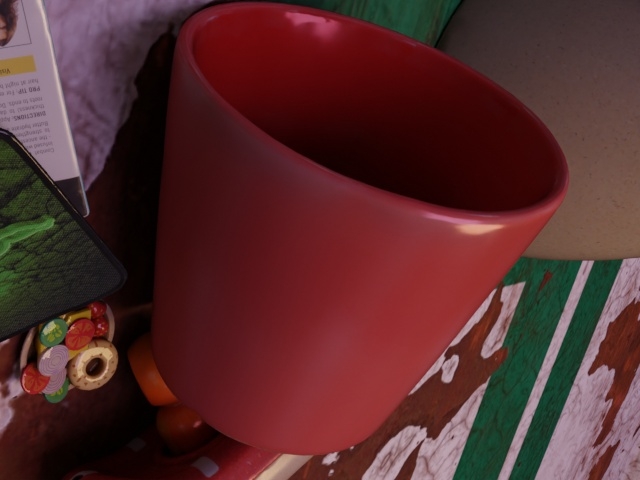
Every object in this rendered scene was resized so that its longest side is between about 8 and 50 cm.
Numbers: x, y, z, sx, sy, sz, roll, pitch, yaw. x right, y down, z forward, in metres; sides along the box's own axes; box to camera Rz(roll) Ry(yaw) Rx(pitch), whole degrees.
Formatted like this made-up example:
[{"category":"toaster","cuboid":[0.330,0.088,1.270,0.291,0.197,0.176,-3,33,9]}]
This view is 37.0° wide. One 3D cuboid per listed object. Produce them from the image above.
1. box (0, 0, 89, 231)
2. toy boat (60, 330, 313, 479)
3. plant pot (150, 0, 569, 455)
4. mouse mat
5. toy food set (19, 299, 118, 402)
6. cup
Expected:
[{"category":"box","cuboid":[-0.183,-0.109,0.458,0.100,0.060,0.244,-12,136,-14]},{"category":"toy boat","cuboid":[-0.108,0.140,0.758,0.231,0.151,0.151,-37,109,-34]},{"category":"plant pot","cuboid":[0.000,0.000,0.680,0.275,0.275,0.243,-17,138,-47]},{"category":"mouse mat","cuboid":[-0.218,0.022,0.523,0.190,0.007,0.152,-24,142,3]},{"category":"toy food set","cuboid":[-0.181,0.078,0.691,0.082,0.020,0.083,-18,128,-46]},{"category":"cup","cuboid":[0.280,-0.108,0.981,0.331,0.237,0.331,-33,138,-36]}]
